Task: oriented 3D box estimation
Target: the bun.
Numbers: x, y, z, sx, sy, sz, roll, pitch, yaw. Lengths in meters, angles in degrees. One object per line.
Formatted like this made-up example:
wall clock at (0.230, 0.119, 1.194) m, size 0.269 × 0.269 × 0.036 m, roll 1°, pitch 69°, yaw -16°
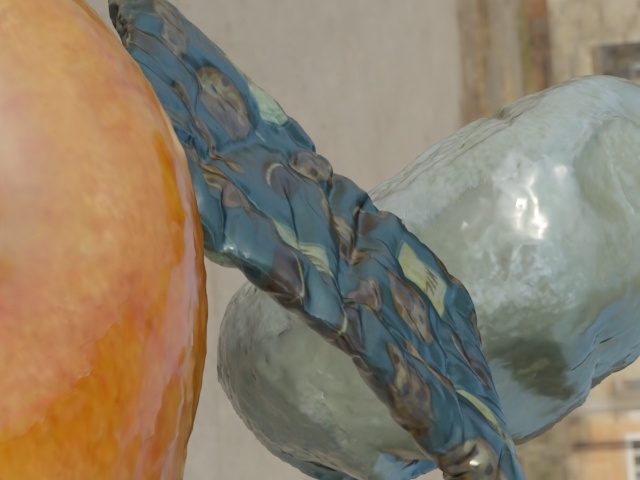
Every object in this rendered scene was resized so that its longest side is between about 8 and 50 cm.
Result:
bun at (0.102, 0.035, 1.143) m, size 0.194 × 0.354 × 0.354 m, roll 56°, pitch 12°, yaw -1°

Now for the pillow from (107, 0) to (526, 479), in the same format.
pillow at (0.001, 0.002, 0.749) m, size 0.255 × 0.034 × 0.189 m, roll 45°, pitch 14°, yaw -25°

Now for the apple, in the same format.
apple at (-0.174, 0.041, 0.427) m, size 0.299 × 0.275 × 0.299 m, roll 36°, pitch 30°, yaw -25°
